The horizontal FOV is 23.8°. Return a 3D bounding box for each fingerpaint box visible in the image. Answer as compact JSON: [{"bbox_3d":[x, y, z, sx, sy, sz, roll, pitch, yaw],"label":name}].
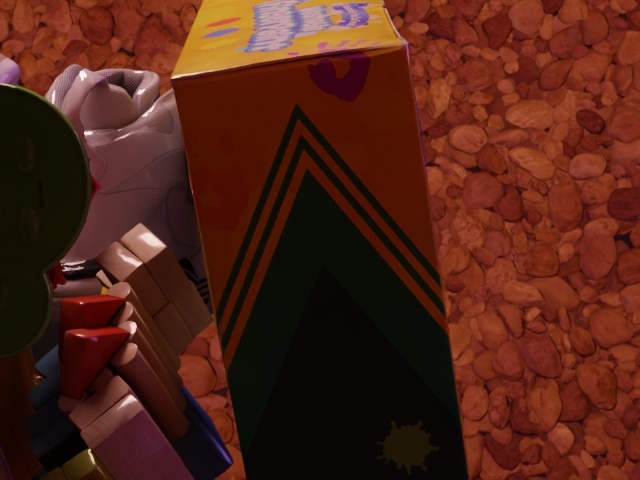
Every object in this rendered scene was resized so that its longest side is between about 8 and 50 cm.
[{"bbox_3d":[0.000,0.000,1.198,0.445,0.163,0.371,-95,176,-73],"label":"fingerpaint box"}]

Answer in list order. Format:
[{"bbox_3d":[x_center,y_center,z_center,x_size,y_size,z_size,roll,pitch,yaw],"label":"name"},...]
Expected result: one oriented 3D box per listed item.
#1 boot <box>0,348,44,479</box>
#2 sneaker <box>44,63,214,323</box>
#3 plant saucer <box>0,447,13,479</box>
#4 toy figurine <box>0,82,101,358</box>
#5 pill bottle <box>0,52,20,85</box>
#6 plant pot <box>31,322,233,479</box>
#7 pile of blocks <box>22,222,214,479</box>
[{"bbox_3d":[-0.273,0.044,1.155,0.295,0.104,0.211,-116,-171,-61],"label":"boot"},{"bbox_3d":[-0.144,-0.041,1.331,0.366,0.137,0.210,-8,104,-73],"label":"sneaker"},{"bbox_3d":[-0.245,0.046,0.817,0.311,0.050,0.310,63,-7,14],"label":"plant saucer"},{"bbox_3d":[-0.197,-0.011,1.023,0.159,0.130,0.173,11,74,-84],"label":"toy figurine"},{"bbox_3d":[-0.305,-0.123,1.062,0.169,0.094,0.094,29,-4,-6],"label":"pill bottle"},{"bbox_3d":[-0.224,0.146,1.443,0.234,0.165,0.166,57,-5,-13],"label":"plant pot"},{"bbox_3d":[-0.160,0.120,0.994,0.362,0.149,0.113,-92,160,-47],"label":"pile of blocks"}]
